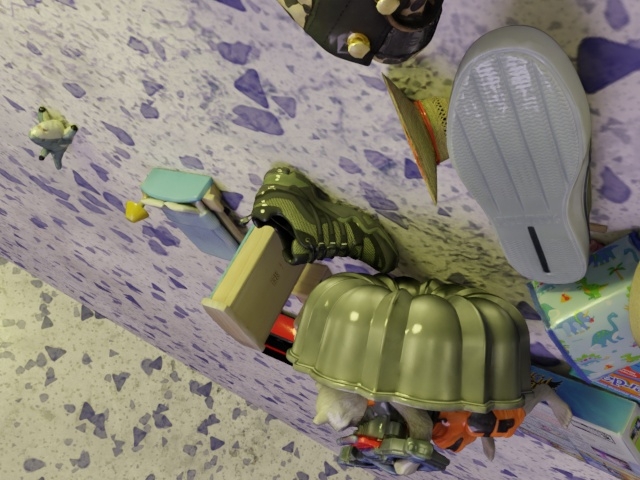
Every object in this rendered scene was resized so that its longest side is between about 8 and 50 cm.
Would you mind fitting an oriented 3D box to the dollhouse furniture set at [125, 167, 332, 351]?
[{"bbox_3d":[-0.179,0.054,1.063,0.303,0.198,0.286,13,152,31],"label":"dollhouse furniture set"}]

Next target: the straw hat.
[{"bbox_3d":[0.112,-0.107,0.592,0.061,0.144,0.144,-22,138,10],"label":"straw hat"}]

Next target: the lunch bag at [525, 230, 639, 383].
[{"bbox_3d":[0.316,0.084,0.665,0.129,0.096,0.151,-31,120,21],"label":"lunch bag"}]

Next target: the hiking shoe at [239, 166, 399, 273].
[{"bbox_3d":[0.000,0.000,0.865,0.227,0.114,0.086,31,156,-5],"label":"hiking shoe"}]

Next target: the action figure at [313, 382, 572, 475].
[{"bbox_3d":[0.138,0.258,0.923,0.330,0.178,0.341,11,158,-19],"label":"action figure"}]

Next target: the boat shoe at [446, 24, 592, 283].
[{"bbox_3d":[0.184,-0.073,0.546,0.109,0.094,0.302,2,147,28],"label":"boat shoe"}]

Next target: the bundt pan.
[{"bbox_3d":[0.123,0.117,0.832,0.331,0.124,0.331,7,-176,0],"label":"bundt pan"}]

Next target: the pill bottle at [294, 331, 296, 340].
[{"bbox_3d":[0.024,0.188,1.207,0.117,0.117,0.215,34,156,-12],"label":"pill bottle"}]

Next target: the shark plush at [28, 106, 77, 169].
[{"bbox_3d":[-0.486,-0.173,1.101,0.073,0.067,0.161,34,155,-14],"label":"shark plush"}]

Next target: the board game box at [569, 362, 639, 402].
[{"bbox_3d":[0.430,0.155,0.792,0.160,0.047,0.210,21,156,17],"label":"board game box"}]

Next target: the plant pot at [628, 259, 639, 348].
[{"bbox_3d":[0.394,0.066,0.462,0.256,0.256,0.274,44,165,-31],"label":"plant pot"}]

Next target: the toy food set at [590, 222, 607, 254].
[{"bbox_3d":[0.294,0.021,0.708,0.078,0.019,0.122,14,152,30],"label":"toy food set"}]

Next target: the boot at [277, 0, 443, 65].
[{"bbox_3d":[0.099,-0.195,0.328,0.377,0.138,0.284,38,155,-2],"label":"boot"}]

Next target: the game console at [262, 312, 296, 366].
[{"bbox_3d":[-0.018,0.277,1.520,0.386,0.060,0.342,20,160,20],"label":"game console"}]

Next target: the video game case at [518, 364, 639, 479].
[{"bbox_3d":[0.413,0.297,1.024,0.269,0.061,0.244,15,154,51],"label":"video game case"}]
